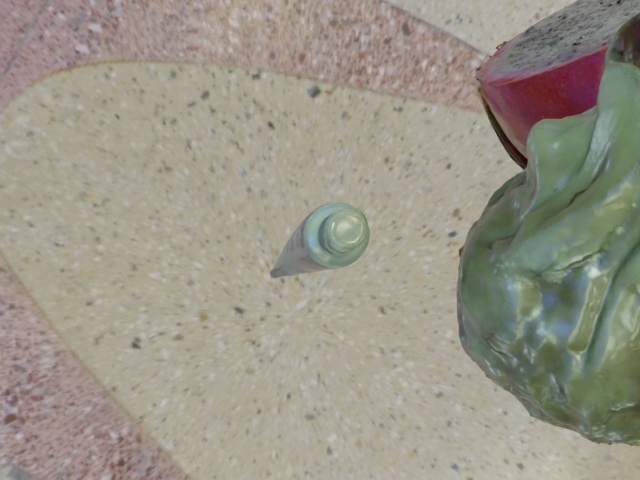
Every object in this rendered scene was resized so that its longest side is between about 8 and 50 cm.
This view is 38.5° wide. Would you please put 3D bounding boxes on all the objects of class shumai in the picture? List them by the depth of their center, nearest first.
[{"bbox_3d":[0.205,-0.003,0.504,0.256,0.218,0.189,-22,60,-9],"label":"shumai"}]

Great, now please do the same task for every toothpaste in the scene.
[{"bbox_3d":[0.000,0.000,0.576,0.062,0.216,0.037,-40,93,-9],"label":"toothpaste"}]

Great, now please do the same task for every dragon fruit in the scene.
[{"bbox_3d":[0.311,-0.117,0.800,0.305,0.305,0.226,-33,106,-4],"label":"dragon fruit"}]
